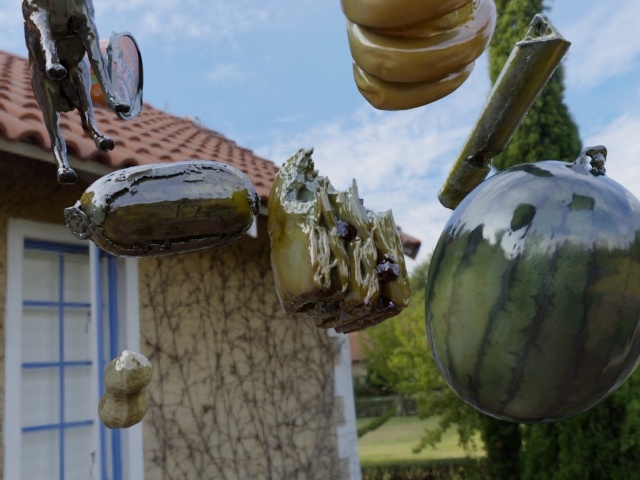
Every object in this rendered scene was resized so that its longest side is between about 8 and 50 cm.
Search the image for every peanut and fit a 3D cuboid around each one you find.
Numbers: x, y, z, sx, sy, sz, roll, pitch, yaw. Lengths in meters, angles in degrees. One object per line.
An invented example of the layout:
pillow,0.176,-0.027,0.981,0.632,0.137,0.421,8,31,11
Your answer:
peanut,-0.465,0.365,1.493,0.111,0.125,0.274,-20,-36,-40

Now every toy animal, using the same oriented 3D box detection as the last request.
toy animal,-0.227,-0.206,0.528,0.087,0.260,0.243,-4,-28,-37

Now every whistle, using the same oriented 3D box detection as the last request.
whistle,0.253,-0.171,0.904,0.057,0.068,0.326,-6,-38,-22

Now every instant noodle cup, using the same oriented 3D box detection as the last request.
instant noodle cup,-0.454,-0.342,1.285,0.126,0.177,0.208,6,-44,4

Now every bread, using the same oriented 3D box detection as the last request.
bread,0.000,0.000,1.196,0.192,0.370,0.314,-14,-13,-23
bread,0.081,-0.270,0.531,0.121,0.173,0.311,14,-43,33

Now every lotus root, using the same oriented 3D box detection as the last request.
lotus root,-0.325,-0.065,1.311,0.398,0.195,0.179,-10,7,-18

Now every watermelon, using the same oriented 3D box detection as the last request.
watermelon,0.278,0.054,0.790,0.279,0.359,0.279,10,20,-4
